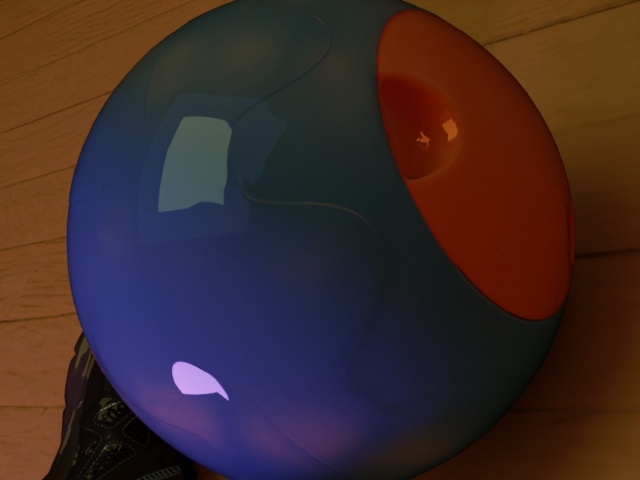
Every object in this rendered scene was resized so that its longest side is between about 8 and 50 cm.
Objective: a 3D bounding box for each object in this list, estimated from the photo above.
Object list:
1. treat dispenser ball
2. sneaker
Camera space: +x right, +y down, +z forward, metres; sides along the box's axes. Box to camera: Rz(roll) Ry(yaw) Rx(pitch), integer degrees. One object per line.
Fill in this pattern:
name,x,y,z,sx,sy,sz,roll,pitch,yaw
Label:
treat dispenser ball,0.000,0.000,0.924,0.288,0.288,0.288,-41,30,30
sneaker,-0.131,0.168,1.196,0.140,0.125,0.340,4,57,30
